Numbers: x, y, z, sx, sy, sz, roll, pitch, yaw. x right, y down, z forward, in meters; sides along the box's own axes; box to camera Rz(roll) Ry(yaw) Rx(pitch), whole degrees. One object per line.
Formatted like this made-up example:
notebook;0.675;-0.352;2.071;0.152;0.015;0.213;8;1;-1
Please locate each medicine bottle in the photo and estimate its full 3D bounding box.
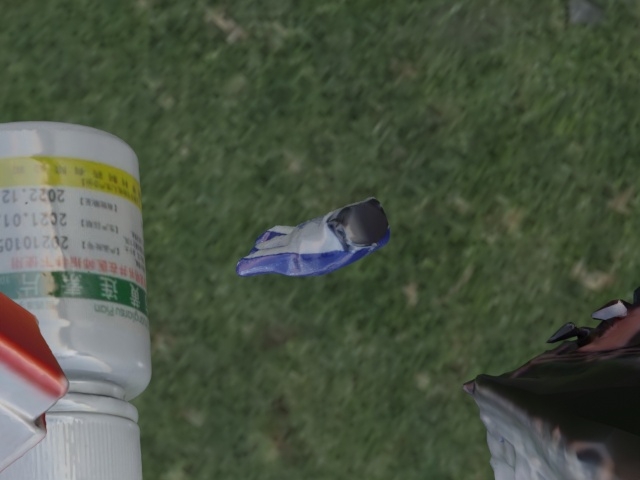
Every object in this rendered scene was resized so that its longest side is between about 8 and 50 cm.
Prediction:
medicine bottle;-0.259;0.081;1.699;0.208;0.208;0.340;-18;69;34

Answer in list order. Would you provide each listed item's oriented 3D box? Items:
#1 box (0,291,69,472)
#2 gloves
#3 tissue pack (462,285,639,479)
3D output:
box;-0.187;0.064;0.502;0.229;0.050;0.123;-38;125;18
gloves;0.000;0.000;0.873;0.086;0.064;0.026;-16;97;46
tissue pack;0.244;0.049;0.593;0.245;0.332;0.123;29;140;59
